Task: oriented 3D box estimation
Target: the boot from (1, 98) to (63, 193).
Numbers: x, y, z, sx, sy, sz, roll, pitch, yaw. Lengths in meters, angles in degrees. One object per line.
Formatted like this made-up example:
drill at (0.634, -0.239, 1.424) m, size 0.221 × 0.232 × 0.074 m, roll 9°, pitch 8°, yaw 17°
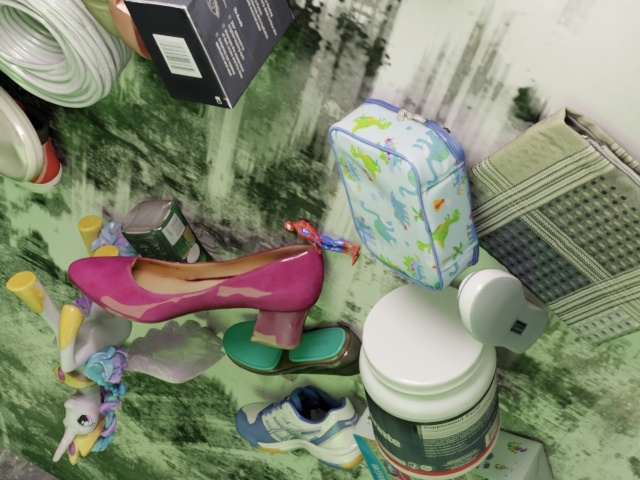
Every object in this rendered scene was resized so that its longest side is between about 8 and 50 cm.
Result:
boot at (-0.527, -0.178, 2.185) m, size 0.244 × 0.088 × 0.176 m, roll 17°, pitch 148°, yaw 11°

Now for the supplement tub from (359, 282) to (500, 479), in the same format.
supplement tub at (0.157, 0.203, 1.983) m, size 0.191 × 0.191 × 0.272 m, roll 19°, pitch 149°, yaw 22°

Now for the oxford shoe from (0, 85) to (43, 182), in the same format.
oxford shoe at (-0.599, -0.214, 2.073) m, size 0.449 × 0.130 × 0.169 m, roll 35°, pitch 137°, yaw 13°

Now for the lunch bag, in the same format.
lunch bag at (0.101, -0.059, 1.695) m, size 0.176 × 0.090 × 0.219 m, roll 28°, pitch 145°, yaw 43°

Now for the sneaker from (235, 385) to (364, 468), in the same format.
sneaker at (-0.038, 0.304, 2.452) m, size 0.296 × 0.112 × 0.131 m, roll 4°, pitch 123°, yaw 39°

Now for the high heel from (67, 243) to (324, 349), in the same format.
high heel at (-0.184, 0.036, 2.081) m, size 0.377 × 0.127 × 0.181 m, roll 12°, pitch 122°, yaw -4°

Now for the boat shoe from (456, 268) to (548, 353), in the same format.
boat shoe at (0.214, 0.082, 1.782) m, size 0.084 × 0.095 × 0.258 m, roll 37°, pitch 178°, yaw 28°

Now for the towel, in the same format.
towel at (0.318, -0.011, 1.657) m, size 0.312 × 0.056 × 0.324 m, roll 41°, pitch 153°, yaw -10°

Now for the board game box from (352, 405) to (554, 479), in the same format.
board game box at (0.227, 0.382, 2.294) m, size 0.303 × 0.097 × 0.224 m, roll 14°, pitch 146°, yaw 32°

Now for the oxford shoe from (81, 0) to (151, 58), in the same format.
oxford shoe at (-0.255, -0.368, 1.569) m, size 0.146 × 0.140 × 0.397 m, roll 29°, pitch 150°, yaw 22°

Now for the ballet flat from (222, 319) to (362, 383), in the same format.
ballet flat at (-0.038, 0.188, 2.264) m, size 0.280 × 0.095 × 0.096 m, roll 2°, pitch 151°, yaw 43°

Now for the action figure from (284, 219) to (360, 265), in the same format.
action figure at (0.000, 0.000, 1.997) m, size 0.115 × 0.030 × 0.038 m, roll 27°, pitch 156°, yaw 13°

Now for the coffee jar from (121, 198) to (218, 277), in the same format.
coffee jar at (-0.228, 0.022, 2.199) m, size 0.096 × 0.079 × 0.184 m, roll -1°, pitch 137°, yaw 35°

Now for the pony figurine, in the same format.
pony figurine at (-0.359, 0.151, 2.321) m, size 0.303 × 0.351 × 0.363 m, roll 13°, pitch 127°, yaw 25°

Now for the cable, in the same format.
cable at (-0.372, -0.291, 1.851) m, size 0.257 × 0.089 × 0.257 m, roll 37°, pitch 152°, yaw -9°

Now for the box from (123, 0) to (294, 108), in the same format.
box at (-0.123, -0.261, 1.575) m, size 0.093 × 0.158 × 0.156 m, roll 13°, pitch 146°, yaw 30°
